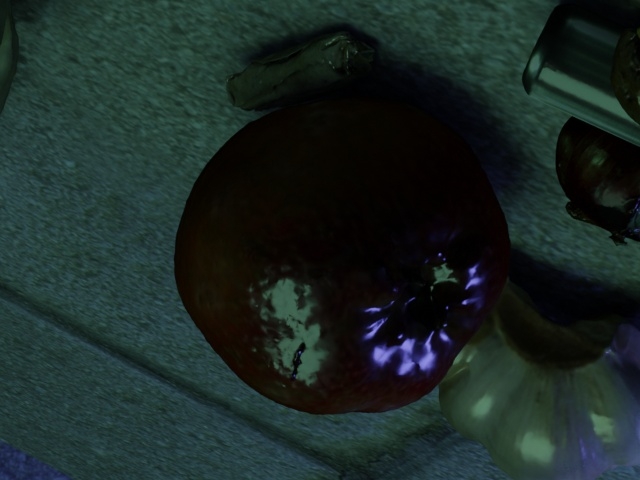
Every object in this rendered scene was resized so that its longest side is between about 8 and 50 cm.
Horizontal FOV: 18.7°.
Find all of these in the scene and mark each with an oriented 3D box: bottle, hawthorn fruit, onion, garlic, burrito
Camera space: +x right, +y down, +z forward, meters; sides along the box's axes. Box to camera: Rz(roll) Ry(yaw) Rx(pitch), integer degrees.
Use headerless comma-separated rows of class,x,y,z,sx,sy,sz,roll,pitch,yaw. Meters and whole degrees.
bottle,0.280,-0.102,1.459,0.254,0.079,0.096,26,118,4
hawthorn fruit,0.000,0.000,1.747,0.285,0.284,0.369,38,176,-26
onion,0.237,-0.058,1.548,0.119,0.118,0.117,16,166,22
garlic,0.209,0.144,1.903,0.281,0.184,0.203,19,171,15
burrito,-0.019,-0.148,1.702,0.058,0.045,0.188,12,166,-37

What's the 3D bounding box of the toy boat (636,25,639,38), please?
toy boat,0.354,-0.147,1.269,0.310,0.089,0.115,9,148,35

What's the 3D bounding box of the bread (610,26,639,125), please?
bread,0.264,-0.108,1.390,0.113,0.082,0.060,5,-171,9

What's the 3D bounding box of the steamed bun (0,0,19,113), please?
steamed bun,-0.429,-0.220,1.737,0.339,0.247,0.352,12,131,4
